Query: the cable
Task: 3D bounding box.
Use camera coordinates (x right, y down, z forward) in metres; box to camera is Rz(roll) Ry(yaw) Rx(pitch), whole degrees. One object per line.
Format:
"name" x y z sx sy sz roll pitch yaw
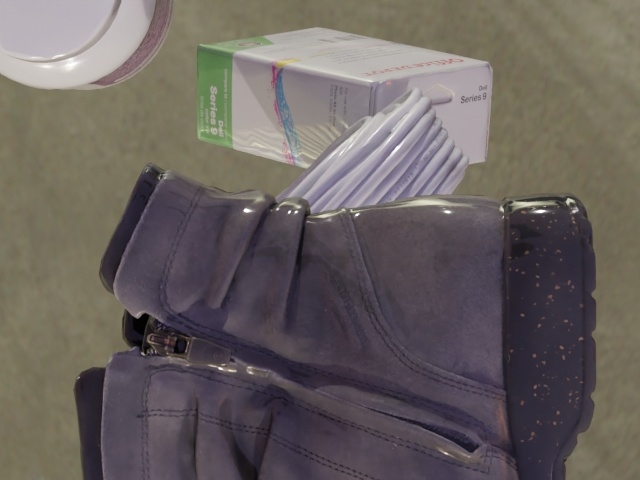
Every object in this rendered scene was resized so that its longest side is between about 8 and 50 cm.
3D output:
"cable" 0.000 0.000 1.408 0.257 0.257 0.089 -42 94 20

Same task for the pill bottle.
"pill bottle" -0.216 -0.210 1.609 0.169 0.301 0.169 0 94 0

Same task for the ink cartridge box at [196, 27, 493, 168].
"ink cartridge box" 0.019 -0.119 1.642 0.212 0.093 0.154 14 20 42

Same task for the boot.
"boot" 0.005 0.137 0.837 0.222 0.118 0.338 0 76 -1
